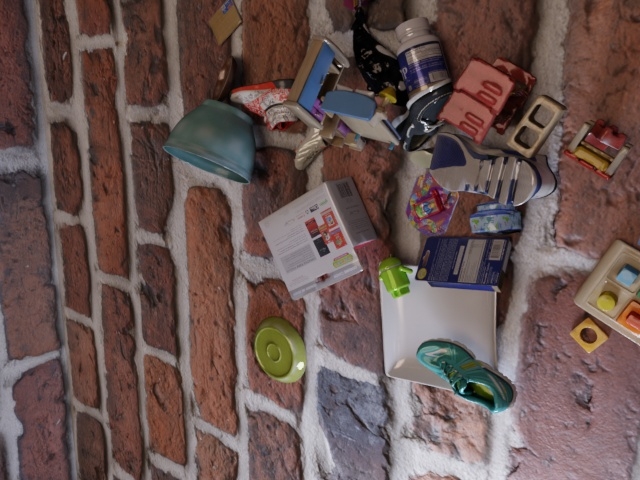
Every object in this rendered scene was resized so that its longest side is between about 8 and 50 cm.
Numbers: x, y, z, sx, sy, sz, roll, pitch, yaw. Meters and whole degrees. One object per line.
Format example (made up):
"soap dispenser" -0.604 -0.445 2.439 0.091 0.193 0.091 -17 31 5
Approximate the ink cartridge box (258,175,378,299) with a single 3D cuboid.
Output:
"ink cartridge box" 0.000 0.000 1.754 0.310 0.130 0.271 -26 84 41

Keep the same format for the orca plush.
"orca plush" 0.141 -0.477 1.545 0.151 0.102 0.287 -21 86 41

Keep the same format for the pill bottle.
"pill bottle" 0.250 -0.444 1.456 0.112 0.112 0.186 -16 89 41

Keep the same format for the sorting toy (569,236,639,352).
"sorting toy" 0.674 0.123 1.275 0.196 0.047 0.347 39 122 27

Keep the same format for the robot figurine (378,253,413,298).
"robot figurine" 0.199 0.096 1.589 0.101 0.067 0.115 -35 74 53

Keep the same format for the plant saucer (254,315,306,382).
"plant saucer" -0.151 0.381 2.029 0.241 0.037 0.240 11 107 38

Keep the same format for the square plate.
"square plate" 0.320 0.232 1.594 0.347 0.049 0.343 3 102 39

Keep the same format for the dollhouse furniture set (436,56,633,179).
"dollhouse furniture set" 0.467 -0.244 1.274 0.374 0.201 0.152 39 122 19

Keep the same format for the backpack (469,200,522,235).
"backpack" 0.413 -0.052 1.407 0.105 0.114 0.084 -7 90 42

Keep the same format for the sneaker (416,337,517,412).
"sneaker" 0.357 0.336 1.483 0.275 0.110 0.107 27 116 32

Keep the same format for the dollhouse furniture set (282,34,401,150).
"dollhouse furniture set" 0.114 -0.357 1.502 0.304 0.286 0.198 21 86 33

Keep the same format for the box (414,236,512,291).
"box" 0.357 0.055 1.483 0.225 0.036 0.136 2 62 39

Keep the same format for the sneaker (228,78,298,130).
"sneaker" -0.180 -0.410 1.837 0.270 0.090 0.144 0 97 37

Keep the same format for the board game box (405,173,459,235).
"board game box" 0.285 -0.093 1.559 0.133 0.033 0.168 32 118 30

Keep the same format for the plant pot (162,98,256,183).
"plant pot" -0.326 -0.326 1.882 0.293 0.293 0.196 18 84 36

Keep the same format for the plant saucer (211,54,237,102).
"plant saucer" -0.309 -0.517 1.913 0.168 0.029 0.168 -46 35 46

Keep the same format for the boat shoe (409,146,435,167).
"boat shoe" 0.294 -0.217 1.520 0.133 0.042 0.048 3 122 39

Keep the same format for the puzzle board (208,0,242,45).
"puzzle board" -0.311 -0.716 1.928 0.128 0.011 0.096 -31 79 39

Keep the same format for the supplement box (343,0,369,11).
"supplement box" 0.102 -0.649 1.541 0.043 0.083 0.055 42 160 26

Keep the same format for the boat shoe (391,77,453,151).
"boat shoe" 0.257 -0.296 1.421 0.302 0.114 0.091 125 122 -82

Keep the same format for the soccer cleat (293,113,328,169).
"soccer cleat" -0.016 -0.283 1.747 0.076 0.068 0.196 42 121 22

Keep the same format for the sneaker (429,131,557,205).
"sneaker" 0.413 -0.155 1.363 0.315 0.182 0.127 34 117 50
